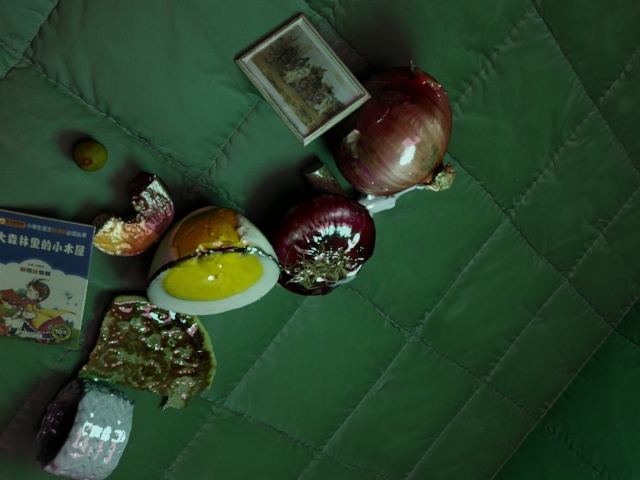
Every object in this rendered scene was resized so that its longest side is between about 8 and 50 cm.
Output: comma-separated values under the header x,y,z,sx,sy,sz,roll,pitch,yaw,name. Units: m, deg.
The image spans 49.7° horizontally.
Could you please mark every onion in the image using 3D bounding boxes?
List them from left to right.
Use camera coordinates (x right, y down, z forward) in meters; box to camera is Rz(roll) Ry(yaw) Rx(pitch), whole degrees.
x,y,z,sx,sy,sz,roll,pitch,yaw,name
0.000,0.000,1.838,0.313,0.232,0.314,-12,136,-12,onion
0.185,-0.281,1.759,0.353,0.353,0.354,-14,121,-25,onion

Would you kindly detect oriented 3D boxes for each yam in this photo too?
x,y,z,sx,sy,sz,roll,pitch,yaw,name
0.019,-0.140,1.887,0.078,0.078,0.179,-42,126,-6,yam

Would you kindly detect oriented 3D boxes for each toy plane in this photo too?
x,y,z,sx,sy,sz,roll,pitch,yaw,name
0.205,-0.124,1.994,0.273,0.107,0.182,0,119,-37,toy plane

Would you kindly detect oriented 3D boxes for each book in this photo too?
x,y,z,sx,sy,sz,roll,pitch,yaw,name
-0.650,0.093,1.581,0.228,0.018,0.323,10,110,-12,book

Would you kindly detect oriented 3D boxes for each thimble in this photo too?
x,y,z,sx,sy,sz,roll,pitch,yaw,name
-0.596,0.477,1.741,0.157,0.217,0.246,32,89,-40,thimble

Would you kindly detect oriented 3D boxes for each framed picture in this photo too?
x,y,z,sx,sy,sz,roll,pitch,yaw,name
-0.040,-0.387,1.644,0.217,0.017,0.274,-39,85,-11,framed picture

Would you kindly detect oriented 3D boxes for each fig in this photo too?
x,y,z,sx,sy,sz,roll,pitch,yaw,name
-0.510,-0.186,1.528,0.073,0.088,0.074,-4,110,-12,fig

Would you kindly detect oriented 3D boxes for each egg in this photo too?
x,y,z,sx,sy,sz,roll,pitch,yaw,name
-0.269,0.035,1.717,0.336,0.201,0.337,-8,147,-5,egg

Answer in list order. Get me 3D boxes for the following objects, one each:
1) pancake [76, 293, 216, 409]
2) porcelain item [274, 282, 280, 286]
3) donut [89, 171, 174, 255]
x,y,z,sx,sy,sz,roll,pitch,yaw,name
-0.439,0.301,1.858,0.305,0.067,0.426,-49,131,9,pancake
-0.162,0.043,1.886,0.084,0.054,0.213,-47,128,-4,porcelain item
-0.443,-0.056,1.639,0.217,0.085,0.141,-41,129,-6,donut
